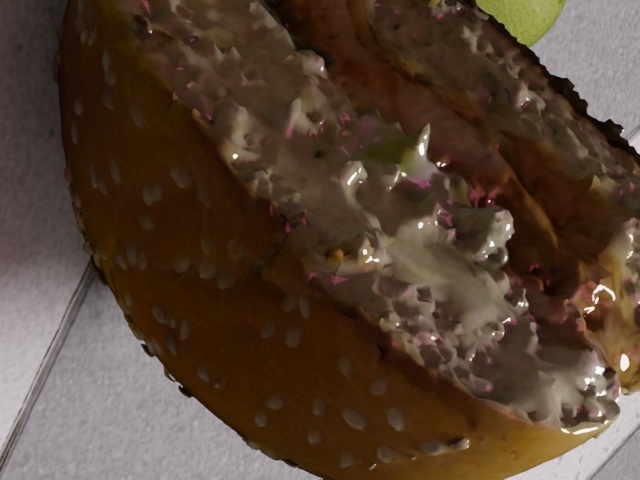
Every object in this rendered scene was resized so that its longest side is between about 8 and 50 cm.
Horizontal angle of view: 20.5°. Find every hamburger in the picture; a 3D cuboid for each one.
[{"bbox_3d":[0.000,0.000,1.099,0.268,0.445,0.287,-33,161,-42],"label":"hamburger"}]

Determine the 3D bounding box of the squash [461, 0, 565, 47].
[{"bbox_3d":[0.119,-0.231,1.309,0.132,0.132,0.247,-52,141,-22],"label":"squash"}]
